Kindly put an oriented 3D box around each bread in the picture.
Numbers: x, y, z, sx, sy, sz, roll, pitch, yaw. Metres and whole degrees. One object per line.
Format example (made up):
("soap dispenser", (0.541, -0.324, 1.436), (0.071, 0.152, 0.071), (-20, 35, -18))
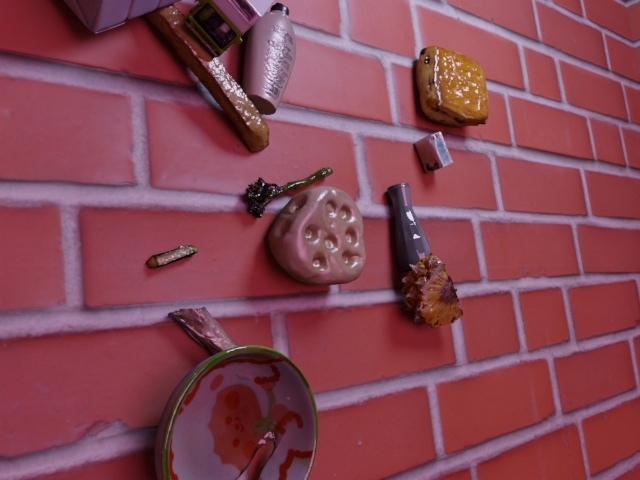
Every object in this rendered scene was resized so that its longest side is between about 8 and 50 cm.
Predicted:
("bread", (0.369, -0.424, 1.705), (0.235, 0.099, 0.210), (7, 73, -33))

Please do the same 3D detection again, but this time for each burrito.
("burrito", (-0.210, 0.165, 1.109), (0.149, 0.041, 0.055), (48, 67, -21))

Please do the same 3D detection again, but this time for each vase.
("vase", (0.215, -0.034, 1.496), (0.086, 0.086, 0.214), (-4, 78, -41))

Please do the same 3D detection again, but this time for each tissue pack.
("tissue pack", (0.303, -0.236, 1.616), (0.058, 0.074, 0.094), (-25, 94, -38))

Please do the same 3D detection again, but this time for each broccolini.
("broccolini", (-0.071, -0.120, 1.309), (0.057, 0.071, 0.254), (36, 38, 22))

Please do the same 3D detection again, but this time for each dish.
("dish", (-0.161, 0.345, 1.062), (0.324, 0.124, 0.324), (4, 83, -43))

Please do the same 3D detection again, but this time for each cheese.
("cheese", (0.000, 0.000, 1.277), (0.235, 0.117, 0.218), (-38, 107, -37))

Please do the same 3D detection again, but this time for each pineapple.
("pineapple", (0.258, 0.142, 1.462), (0.135, 0.079, 0.233), (-42, 131, -11))

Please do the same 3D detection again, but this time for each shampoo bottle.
("shampoo bottle", (-0.109, -0.400, 1.301), (0.127, 0.078, 0.257), (27, 65, -38))

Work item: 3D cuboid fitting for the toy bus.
("toy bus", (-0.157, -0.496, 1.214), (0.113, 0.139, 0.302), (45, 37, -24))

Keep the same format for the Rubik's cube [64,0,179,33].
("Rubik's cube", (-0.343, -0.530, 1.007), (0.231, 0.221, 0.224), (50, 51, 1))

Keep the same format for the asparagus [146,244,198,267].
("asparagus", (-0.267, 0.026, 1.107), (0.108, 0.021, 0.025), (-21, 92, -41))

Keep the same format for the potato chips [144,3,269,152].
("potato chips", (-0.228, -0.341, 1.192), (0.057, 0.080, 0.407), (-48, 111, -25))
